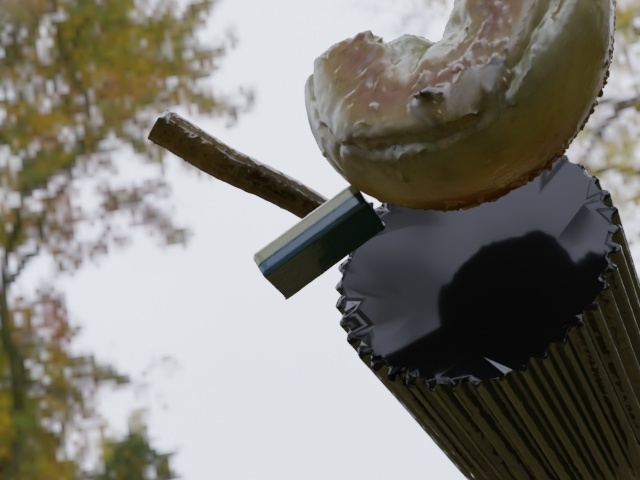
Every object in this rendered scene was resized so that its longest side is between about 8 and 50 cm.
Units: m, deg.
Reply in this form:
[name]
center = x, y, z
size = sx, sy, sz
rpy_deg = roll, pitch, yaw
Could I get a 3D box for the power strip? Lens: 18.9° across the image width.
[power strip]
center = 0.000, 0.000, 1.816
size = 0.123, 0.032, 0.056
rpy_deg = -36, -36, 5

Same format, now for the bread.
[bread]
center = 0.147, -0.124, 1.746
size = 0.314, 0.192, 0.171
rpy_deg = -30, -45, 18

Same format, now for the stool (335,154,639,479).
[stool]
center = 0.212, 0.109, 2.014
size = 0.297, 0.297, 0.330
rpy_deg = -19, -41, 14

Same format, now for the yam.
[yam]
center = -0.044, -0.053, 2.186
size = 0.327, 0.045, 0.045
rpy_deg = 30, 1, -3
